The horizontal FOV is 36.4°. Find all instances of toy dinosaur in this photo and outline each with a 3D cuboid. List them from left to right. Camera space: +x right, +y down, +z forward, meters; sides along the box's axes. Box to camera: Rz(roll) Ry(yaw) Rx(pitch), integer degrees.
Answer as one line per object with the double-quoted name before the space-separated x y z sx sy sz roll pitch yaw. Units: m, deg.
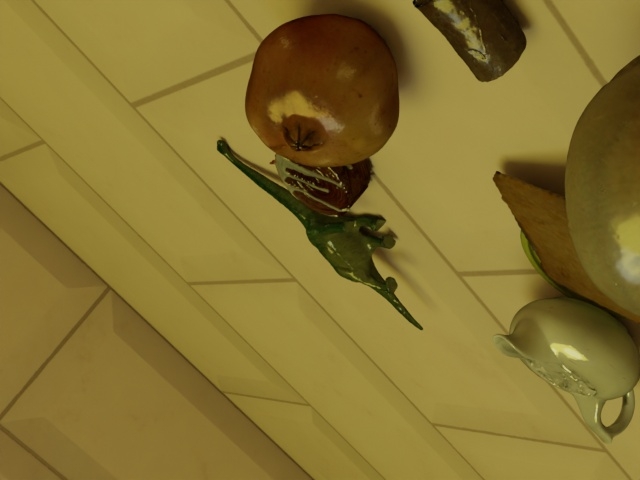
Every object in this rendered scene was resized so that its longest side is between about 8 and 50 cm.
"toy dinosaur" 0.000 0.000 1.749 0.300 0.087 0.447 3 132 49

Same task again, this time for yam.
"yam" 0.173 -0.251 1.106 0.127 0.084 0.084 43 155 -22

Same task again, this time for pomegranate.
"pomegranate" 0.007 -0.198 1.278 0.209 0.209 0.209 29 154 16

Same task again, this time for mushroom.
"mushroom" 0.372 -0.067 1.008 0.292 0.292 0.290 42 -176 -12

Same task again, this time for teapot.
"teapot" 0.390 0.183 1.484 0.298 0.139 0.204 38 160 -19

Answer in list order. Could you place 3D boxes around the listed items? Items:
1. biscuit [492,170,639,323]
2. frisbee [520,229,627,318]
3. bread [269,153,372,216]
"biscuit" 0.341 0.015 1.297 0.232 0.013 0.237 54 169 -32
"frisbee" 0.392 0.031 1.378 0.236 0.017 0.236 29 154 15
"bread" 0.001 -0.113 1.560 0.160 0.073 0.160 30 153 17
